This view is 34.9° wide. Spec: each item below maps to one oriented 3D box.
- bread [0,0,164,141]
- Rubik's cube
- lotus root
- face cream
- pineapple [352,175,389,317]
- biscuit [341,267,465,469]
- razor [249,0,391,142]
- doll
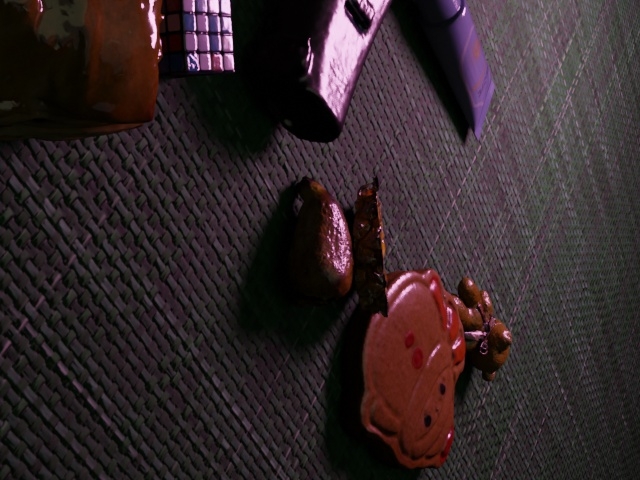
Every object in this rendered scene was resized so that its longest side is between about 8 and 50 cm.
[{"bbox_3d":[-0.276,-0.243,0.938,0.370,0.191,0.314,2,90,-55],"label":"bread"},{"bbox_3d":[-0.165,-0.239,1.190,0.092,0.092,0.092,-15,103,-56],"label":"Rubik's cube"},{"bbox_3d":[0.000,0.000,1.455,0.108,0.094,0.191,27,64,-73],"label":"lotus root"},{"bbox_3d":[0.247,-0.346,1.825,0.385,0.086,0.136,53,49,-50],"label":"face cream"},{"bbox_3d":[0.076,0.008,1.549,0.221,0.047,0.221,-4,90,-85],"label":"pineapple"},{"bbox_3d":[0.156,0.231,1.728,0.359,0.074,0.381,-55,131,-38],"label":"biscuit"},{"bbox_3d":[0.012,-0.311,1.442,0.189,0.107,0.327,47,54,-47],"label":"razor"},{"bbox_3d":[0.304,0.164,1.920,0.209,0.097,0.137,53,55,-36],"label":"doll"}]
